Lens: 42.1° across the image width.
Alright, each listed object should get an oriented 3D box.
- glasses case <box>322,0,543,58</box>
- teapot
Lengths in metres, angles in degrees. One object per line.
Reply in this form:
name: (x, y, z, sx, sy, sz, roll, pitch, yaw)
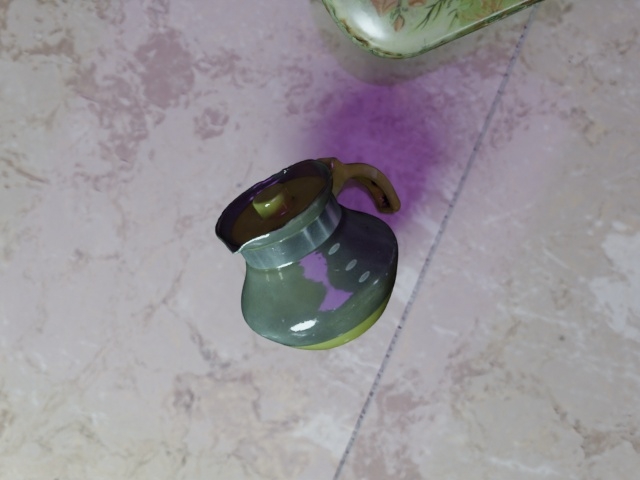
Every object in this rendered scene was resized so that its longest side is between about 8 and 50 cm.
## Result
glasses case: (0.192, -0.281, 0.650, 0.425, 0.098, 0.156, -24, 94, -1)
teapot: (0.000, 0.000, 0.629, 0.166, 0.130, 0.119, -49, 123, -31)
